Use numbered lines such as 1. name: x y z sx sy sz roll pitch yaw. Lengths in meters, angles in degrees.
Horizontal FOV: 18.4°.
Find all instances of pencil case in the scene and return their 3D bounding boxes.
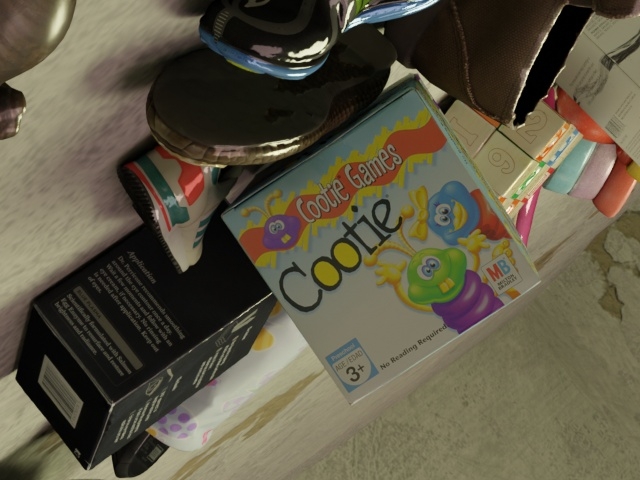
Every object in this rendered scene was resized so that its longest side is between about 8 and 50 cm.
1. pencil case: -0.046 0.044 1.533 0.273 0.113 0.124 -43 180 17

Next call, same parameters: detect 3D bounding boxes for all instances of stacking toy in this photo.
1. stacking toy: 0.330 -0.183 2.138 0.309 0.130 0.279 114 1 -76

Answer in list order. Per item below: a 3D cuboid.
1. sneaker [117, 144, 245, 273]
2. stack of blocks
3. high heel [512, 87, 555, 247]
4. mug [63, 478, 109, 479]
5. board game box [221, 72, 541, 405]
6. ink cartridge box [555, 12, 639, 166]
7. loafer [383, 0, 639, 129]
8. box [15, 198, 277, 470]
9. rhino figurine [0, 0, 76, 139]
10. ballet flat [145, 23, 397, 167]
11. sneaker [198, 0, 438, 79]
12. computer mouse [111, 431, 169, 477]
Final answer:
1. sneaker: -0.077 -0.029 1.232 0.075 0.057 0.161 -34 167 -5
2. stack of blocks: 0.104 -0.015 1.788 0.297 0.087 0.171 -51 170 8
3. high heel: 0.192 -0.039 1.977 0.117 0.082 0.244 -41 140 -37
4. mug: -0.191 0.339 1.811 0.374 0.276 0.328 -30 178 -16
5. board game box: 0.042 -0.011 1.300 0.144 0.142 0.275 -33 -176 6
6. ink cartridge box: 0.271 -0.150 1.761 0.063 0.150 0.109 -41 172 -18
7. loafer: 0.195 -0.207 1.248 0.134 0.130 0.366 -29 166 -51
8. box: -0.121 0.063 1.381 0.158 0.093 0.156 -35 169 -24
9. rhino figurine: -0.096 -0.119 0.693 0.243 0.073 0.106 -47 172 29
10. ballet flat: -0.028 -0.079 1.136 0.058 0.084 0.250 -55 170 28
11. sneaker: 0.006 -0.144 1.051 0.188 0.067 0.078 -31 146 -37
12. computer mouse: -0.101 0.099 1.754 0.262 0.060 0.184 -51 167 -3
